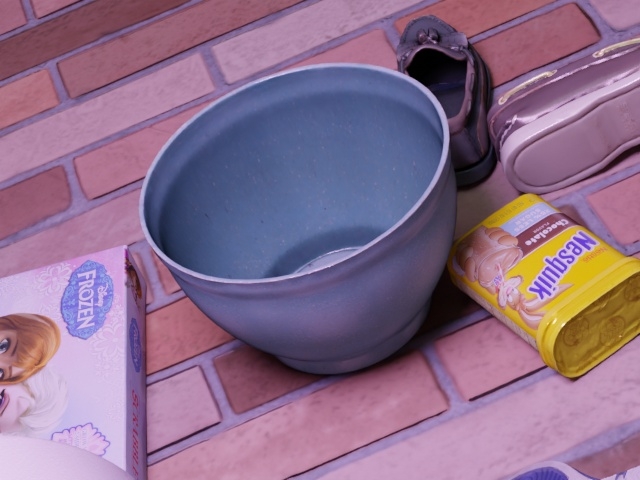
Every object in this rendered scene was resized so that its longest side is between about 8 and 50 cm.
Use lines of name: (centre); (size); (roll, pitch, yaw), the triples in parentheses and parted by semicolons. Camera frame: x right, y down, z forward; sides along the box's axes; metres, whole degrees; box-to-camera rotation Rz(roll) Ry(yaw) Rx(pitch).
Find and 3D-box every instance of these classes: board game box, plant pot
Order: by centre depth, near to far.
plant pot: (0.000, 0.000, 1.668); (0.293, 0.196, 0.293); (-12, 42, 11)
board game box: (-0.326, 0.167, 1.725); (0.318, 0.066, 0.318); (-15, 41, 7)

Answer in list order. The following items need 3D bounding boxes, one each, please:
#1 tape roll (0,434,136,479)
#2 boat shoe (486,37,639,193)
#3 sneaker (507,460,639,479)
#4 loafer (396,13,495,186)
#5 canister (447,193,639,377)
tape roll: (-0.271, 0.316, 1.300); (0.392, 0.392, 0.072); (-29, 41, -9)
boat shoe: (0.322, -0.154, 1.766); (0.324, 0.116, 0.096); (-24, 44, 6)
sneaker: (0.262, 0.255, 1.345); (0.315, 0.182, 0.127); (-22, 28, 47)
loafer: (0.131, -0.170, 1.881); (0.096, 0.084, 0.267); (-17, 41, 5)
canister: (0.211, 0.037, 1.636); (0.126, 0.073, 0.170); (-34, 41, -14)
